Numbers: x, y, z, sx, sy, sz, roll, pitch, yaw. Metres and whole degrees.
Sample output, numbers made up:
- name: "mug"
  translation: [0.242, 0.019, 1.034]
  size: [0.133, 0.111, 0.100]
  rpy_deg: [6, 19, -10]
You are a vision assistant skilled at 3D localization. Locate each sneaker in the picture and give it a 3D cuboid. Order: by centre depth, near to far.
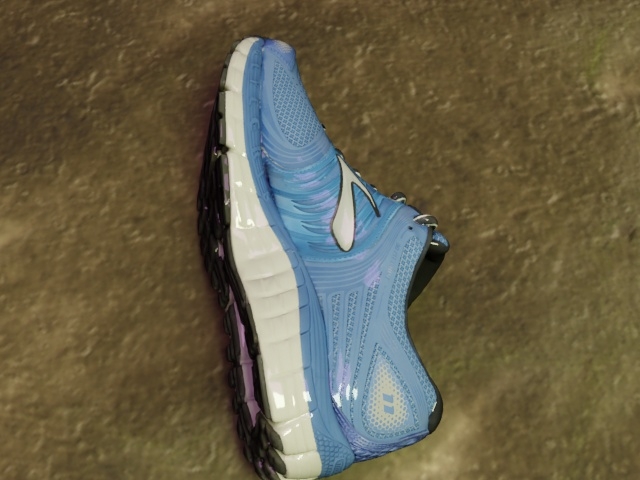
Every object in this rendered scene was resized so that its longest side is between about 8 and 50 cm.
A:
- name: "sneaker"
  translation: [0.000, 0.000, 0.672]
  size: [0.147, 0.130, 0.330]
  rpy_deg: [-4, 61, -18]
